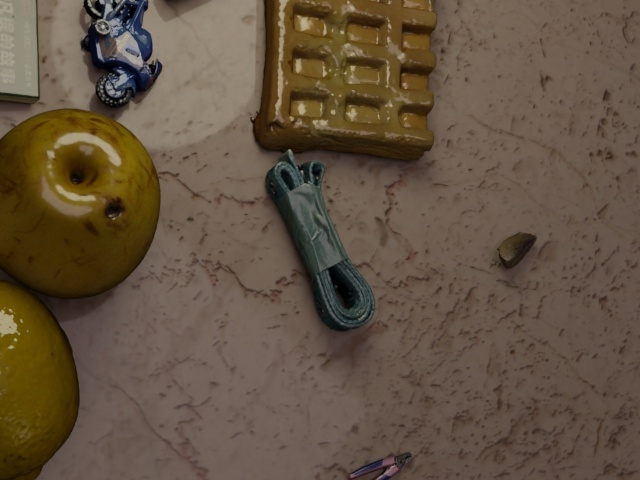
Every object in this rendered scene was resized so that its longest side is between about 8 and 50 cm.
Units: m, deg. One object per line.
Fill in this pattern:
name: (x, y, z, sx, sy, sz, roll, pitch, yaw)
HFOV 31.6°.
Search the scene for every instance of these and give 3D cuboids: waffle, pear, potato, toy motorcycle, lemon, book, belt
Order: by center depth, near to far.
lemon: (-0.452, 0.190, 1.518, 0.261, 0.260, 0.283, -7, 105, -19)
pear: (-0.350, -0.054, 1.586, 0.281, 0.281, 0.280, 4, 78, -17)
book: (-0.549, -0.313, 1.670, 0.264, 0.027, 0.201, 3, 74, -31)
toy motorcycle: (-0.305, -0.304, 1.761, 0.114, 0.076, 0.205, -4, 78, -28)
belt: (0.000, 0.000, 1.798, 0.087, 0.072, 0.302, -21, 88, -17)
waffle: (0.045, -0.309, 1.872, 0.304, 0.077, 0.348, 6, 77, -16)
potato: (0.326, 0.019, 1.923, 0.037, 0.036, 0.093, 31, 46, 28)

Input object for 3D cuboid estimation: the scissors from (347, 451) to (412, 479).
scissors: (0.097, 0.364, 1.786, 0.113, 0.012, 0.039, -22, 87, -21)
